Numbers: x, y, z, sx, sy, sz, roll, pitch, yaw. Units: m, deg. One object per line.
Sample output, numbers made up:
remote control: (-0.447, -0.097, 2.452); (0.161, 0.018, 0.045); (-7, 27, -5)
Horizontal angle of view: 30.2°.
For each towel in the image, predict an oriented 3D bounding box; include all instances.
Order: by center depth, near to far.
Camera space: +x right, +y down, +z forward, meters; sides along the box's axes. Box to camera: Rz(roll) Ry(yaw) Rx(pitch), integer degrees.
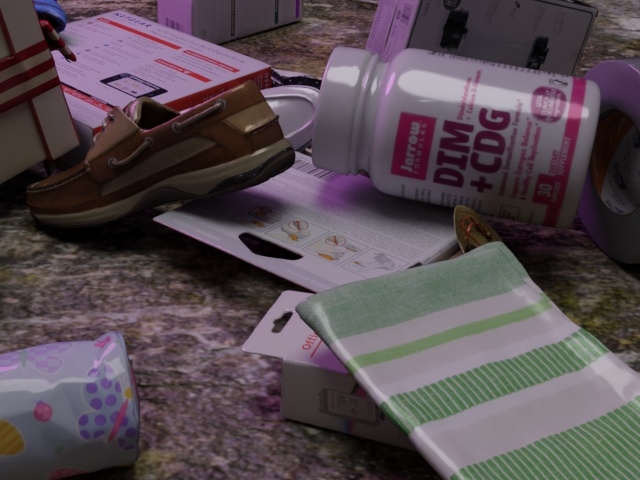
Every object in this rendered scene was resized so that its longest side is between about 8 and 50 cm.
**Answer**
towel: (0.168, 0.127, 0.966); (0.247, 0.038, 0.325); (-14, 47, -37)

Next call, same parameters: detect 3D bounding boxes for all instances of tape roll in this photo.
tape roll: (0.348, -0.087, 1.274); (0.072, 0.219, 0.219); (-8, 30, -18)

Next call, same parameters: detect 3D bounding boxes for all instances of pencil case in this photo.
pencil case: (-0.279, 0.145, 0.944); (0.273, 0.114, 0.124); (-8, 11, -15)

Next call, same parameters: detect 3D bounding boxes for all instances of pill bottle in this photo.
pill bottle: (0.142, -0.116, 1.262); (0.283, 0.160, 0.160); (11, 30, 8)

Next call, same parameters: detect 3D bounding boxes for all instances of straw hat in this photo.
straw hat: (0.153, 0.041, 1.192); (0.061, 0.144, 0.144); (-34, 19, 24)

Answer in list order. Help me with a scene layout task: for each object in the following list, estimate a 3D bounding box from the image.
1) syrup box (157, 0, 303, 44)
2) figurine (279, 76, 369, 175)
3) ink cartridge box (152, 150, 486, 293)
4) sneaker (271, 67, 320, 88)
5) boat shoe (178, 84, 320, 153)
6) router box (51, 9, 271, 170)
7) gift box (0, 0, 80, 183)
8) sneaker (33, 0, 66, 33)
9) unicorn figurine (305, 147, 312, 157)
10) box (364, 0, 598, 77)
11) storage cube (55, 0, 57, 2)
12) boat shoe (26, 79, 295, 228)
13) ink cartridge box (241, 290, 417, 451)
syrup box: (-0.143, -0.387, 1.922); (0.236, 0.096, 0.093); (-23, 39, -38)
figurine: (0.033, -0.165, 1.548); (0.214, 0.092, 0.209); (5, 25, 5)
ink cartridge box: (0.000, 0.000, 1.269); (0.275, 0.060, 0.239); (22, 36, 33)
sneaker: (-0.049, -0.225, 1.704); (0.109, 0.040, 0.043); (16, 16, 18)
boat shoe: (-0.110, -0.122, 1.402); (0.258, 0.095, 0.084); (-20, -3, 1)
router box: (-0.285, -0.206, 1.604); (0.335, 0.082, 0.301); (26, 37, 37)
gift box: (-0.445, -0.173, 1.378); (0.255, 0.276, 0.258); (24, 47, 39)
sneaker: (-0.446, -0.291, 1.596); (0.209, 0.069, 0.082); (-13, 35, -24)
unicorn figurine: (0.074, -0.105, 1.407); (0.161, 0.060, 0.111); (18, 4, 24)
box: (0.209, -0.260, 1.559); (0.289, 0.169, 0.087); (3, 23, -31)
storage cube: (-0.486, -0.360, 1.763); (0.183, 0.193, 0.215); (-7, 29, -14)
boat shoe: (-0.182, -0.098, 1.295); (0.323, 0.120, 0.122); (-12, 13, 24)
ink cartridge box: (0.039, 0.114, 1.056); (0.198, 0.067, 0.115); (13, 31, 17)
